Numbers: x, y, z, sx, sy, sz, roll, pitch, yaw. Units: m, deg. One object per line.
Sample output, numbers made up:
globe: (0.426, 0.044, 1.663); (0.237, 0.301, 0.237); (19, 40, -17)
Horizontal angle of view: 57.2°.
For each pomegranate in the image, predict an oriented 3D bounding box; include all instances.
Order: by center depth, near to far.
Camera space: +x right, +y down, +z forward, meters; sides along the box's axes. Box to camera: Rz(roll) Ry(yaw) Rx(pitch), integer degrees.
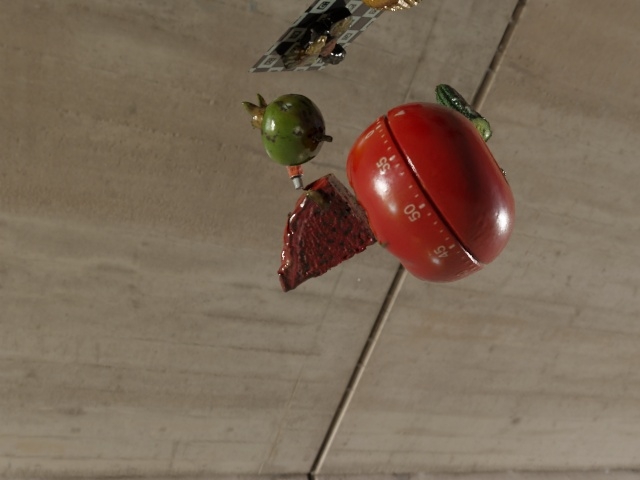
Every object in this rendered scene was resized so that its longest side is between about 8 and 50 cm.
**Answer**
pomegranate: (-0.073, -0.258, 1.302); (0.156, 0.156, 0.220); (1, -146, -33)

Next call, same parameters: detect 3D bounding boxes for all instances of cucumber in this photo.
cucumber: (0.382, -0.354, 1.614); (0.077, 0.077, 0.265); (8, -146, -22)

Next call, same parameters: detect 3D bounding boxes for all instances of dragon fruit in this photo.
dragon fruit: (0.000, 0.000, 1.527); (0.240, 0.330, 0.302); (36, 177, 38)

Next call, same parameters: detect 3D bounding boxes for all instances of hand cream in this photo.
hand cream: (-0.079, -0.243, 1.591); (0.052, 0.216, 0.038); (-16, 172, 14)

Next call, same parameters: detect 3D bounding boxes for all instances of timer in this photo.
timer: (0.233, -0.103, 1.216); (0.378, 0.279, 0.378); (50, -161, -24)

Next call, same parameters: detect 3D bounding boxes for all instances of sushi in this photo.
sushi: (0.016, -0.581, 1.754); (0.359, 0.343, 0.064); (-22, -98, -48)

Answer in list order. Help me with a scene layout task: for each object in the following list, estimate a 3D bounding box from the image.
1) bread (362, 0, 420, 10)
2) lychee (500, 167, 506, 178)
bread: (0.204, -0.721, 1.584); (0.139, 0.240, 0.240); (30, -169, -48)
lychee: (0.496, -0.182, 1.683); (0.068, 0.067, 0.083); (18, -121, 11)
